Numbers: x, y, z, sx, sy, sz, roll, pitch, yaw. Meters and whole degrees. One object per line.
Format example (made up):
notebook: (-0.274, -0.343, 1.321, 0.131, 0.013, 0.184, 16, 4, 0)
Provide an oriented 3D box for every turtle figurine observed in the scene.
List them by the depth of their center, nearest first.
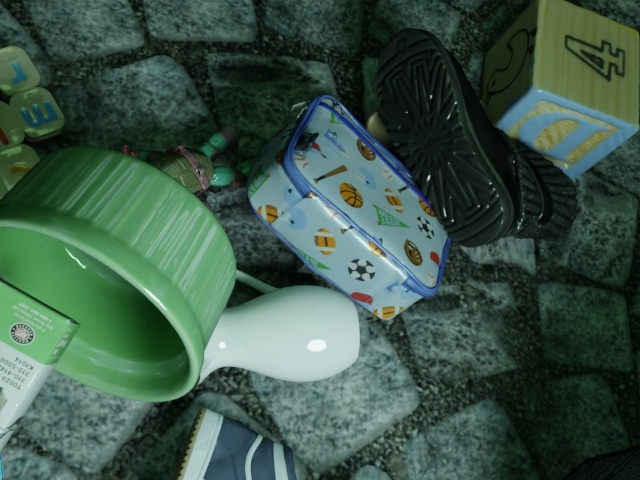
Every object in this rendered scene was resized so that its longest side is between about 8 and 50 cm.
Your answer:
turtle figurine: (-0.184, -0.075, 1.184, 0.234, 0.118, 0.175, -29, 80, -35)

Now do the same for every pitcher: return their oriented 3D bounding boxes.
pitcher: (-0.062, 0.102, 1.154, 0.207, 0.125, 0.177, -2, 52, -10)

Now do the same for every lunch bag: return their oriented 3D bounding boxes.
lunch bag: (0.047, -0.056, 1.208, 0.303, 0.115, 0.243, 44, 37, -14)

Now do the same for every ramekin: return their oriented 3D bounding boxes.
ramekin: (-0.245, 0.036, 1.007, 0.303, 0.303, 0.148, 32, 52, -5)

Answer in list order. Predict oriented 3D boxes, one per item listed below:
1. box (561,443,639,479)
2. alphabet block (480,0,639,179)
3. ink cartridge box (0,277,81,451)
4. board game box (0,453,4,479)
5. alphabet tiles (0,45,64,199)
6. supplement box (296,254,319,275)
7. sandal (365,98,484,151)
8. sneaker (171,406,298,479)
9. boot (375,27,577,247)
box: (0.502, 0.476, 0.991, 0.297, 0.472, 0.480, -31, 80, -29)
alphabet block: (0.386, -0.245, 1.431, 0.194, 0.192, 0.197, 18, 61, -15)
ink cartridge box: (-0.374, 0.139, 0.891, 0.160, 0.092, 0.219, 30, 80, -5)
board game box: (-0.467, 0.284, 0.930, 0.254, 0.079, 0.336, -5, 70, -23)
alphabet tiles: (-0.483, -0.150, 1.120, 0.284, 0.021, 0.278, -28, 79, -29)
supplement box: (0.000, 0.000, 1.260, 0.062, 0.036, 0.098, 8, 65, -19)
sandal: (0.147, -0.204, 1.401, 0.240, 0.088, 0.079, -13, 41, -32)
sneaker: (-0.115, 0.348, 1.026, 0.153, 0.099, 0.282, 22, 58, -9)
boot: (0.235, -0.148, 1.312, 0.260, 0.131, 0.347, -11, 77, -50)
